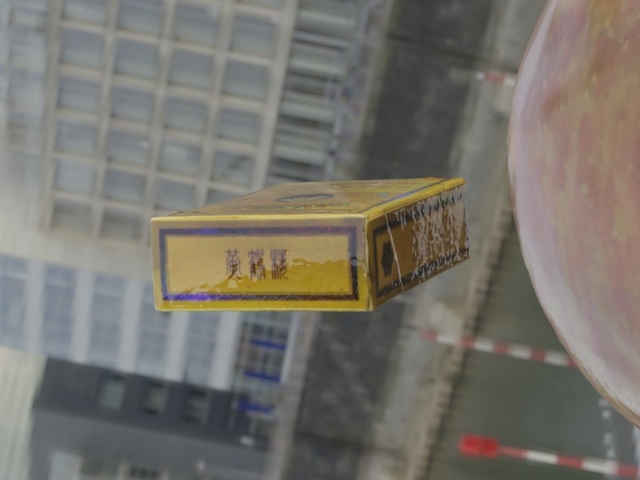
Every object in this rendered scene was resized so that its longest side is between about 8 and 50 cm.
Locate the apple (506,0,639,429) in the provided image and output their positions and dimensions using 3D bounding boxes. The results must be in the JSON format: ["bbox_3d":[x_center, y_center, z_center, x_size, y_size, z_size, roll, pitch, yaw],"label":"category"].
[{"bbox_3d":[0.220,-0.046,0.713,0.250,0.309,0.277,61,-152,-3],"label":"apple"}]

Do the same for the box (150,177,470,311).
[{"bbox_3d":[0.000,0.000,1.548,0.301,0.192,0.084,-21,-72,-69],"label":"box"}]
